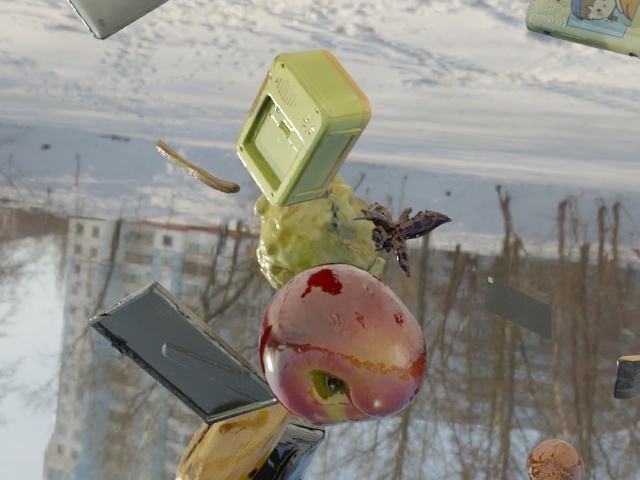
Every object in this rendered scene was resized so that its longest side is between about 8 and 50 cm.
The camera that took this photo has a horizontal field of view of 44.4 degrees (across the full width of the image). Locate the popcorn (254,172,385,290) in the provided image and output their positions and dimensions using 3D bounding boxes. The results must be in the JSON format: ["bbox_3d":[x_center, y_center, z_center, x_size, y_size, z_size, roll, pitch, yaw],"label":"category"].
[{"bbox_3d":[0.000,0.000,1.517,0.215,0.252,0.286,18,147,58],"label":"popcorn"}]

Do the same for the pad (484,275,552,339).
[{"bbox_3d":[0.493,0.166,1.943,0.193,0.004,0.116,26,-135,-8],"label":"pad"}]

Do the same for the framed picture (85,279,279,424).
[{"bbox_3d":[-0.213,0.187,1.227,0.209,0.019,0.281,-25,118,40],"label":"framed picture"}]

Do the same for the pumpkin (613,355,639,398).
[{"bbox_3d":[0.487,0.196,1.174,0.101,0.073,0.035,-4,-151,-2],"label":"pumpkin"}]

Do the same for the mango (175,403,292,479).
[{"bbox_3d":[-0.149,0.349,1.391,0.120,0.294,0.177,36,172,-11],"label":"mango"}]

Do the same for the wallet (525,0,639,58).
[{"bbox_3d":[0.305,-0.260,0.830,0.155,0.110,0.039,27,-170,36],"label":"wallet"}]

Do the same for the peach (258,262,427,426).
[{"bbox_3d":[0.033,0.137,1.070,0.244,0.199,0.243,10,-147,-6],"label":"peach"}]

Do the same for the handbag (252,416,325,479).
[{"bbox_3d":[-0.126,0.500,1.626,0.275,0.301,0.178,25,-175,-22],"label":"handbag"}]

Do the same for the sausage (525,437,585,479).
[{"bbox_3d":[0.443,0.432,1.475,0.114,0.113,0.259,8,164,21],"label":"sausage"}]

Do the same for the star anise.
[{"bbox_3d":[0.125,-0.037,1.354,0.158,0.140,0.144,18,149,27],"label":"star anise"}]

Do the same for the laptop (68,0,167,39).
[{"bbox_3d":[-0.322,-0.441,1.228,0.015,0.187,0.269,-21,-158,40],"label":"laptop"}]

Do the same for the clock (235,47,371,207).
[{"bbox_3d":[-0.028,-0.156,1.101,0.096,0.143,0.202,-15,152,-37],"label":"clock"}]

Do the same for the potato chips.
[{"bbox_3d":[-0.255,-0.147,1.588,0.204,0.026,0.037,29,-135,15],"label":"potato chips"}]
